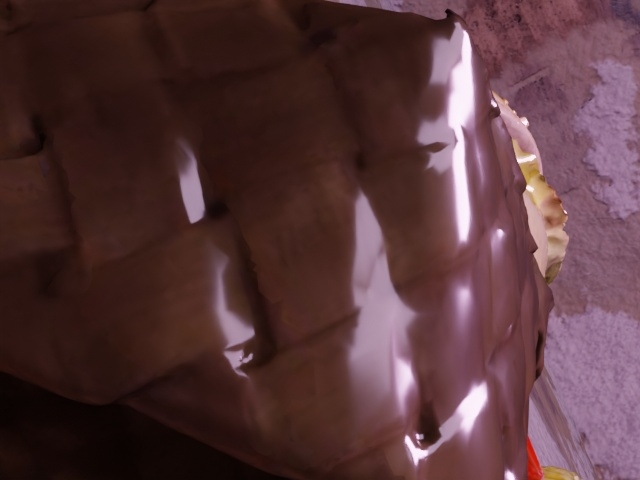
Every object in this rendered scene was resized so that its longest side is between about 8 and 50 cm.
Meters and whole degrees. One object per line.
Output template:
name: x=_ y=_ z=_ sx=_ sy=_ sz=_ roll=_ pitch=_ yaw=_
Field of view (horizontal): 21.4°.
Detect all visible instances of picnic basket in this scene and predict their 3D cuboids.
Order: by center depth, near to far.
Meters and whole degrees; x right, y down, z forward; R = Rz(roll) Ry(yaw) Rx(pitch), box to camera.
picnic basket: x=-0.108 y=0.080 z=0.532 sx=0.293 sy=0.337 sz=0.337 roll=58 pitch=11 yaw=-63

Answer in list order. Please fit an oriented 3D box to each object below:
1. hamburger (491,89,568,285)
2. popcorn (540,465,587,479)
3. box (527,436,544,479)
hamburger: x=0.000 y=0.000 z=1.034 sx=0.300 sy=0.300 sz=0.176 roll=51 pitch=33 yaw=-48
popcorn: x=0.250 y=0.334 z=1.760 sx=0.195 sy=0.173 sz=0.168 roll=-93 pitch=169 yaw=-50
box: x=0.048 y=0.154 z=1.184 sx=0.133 sy=0.182 sz=0.099 roll=32 pitch=35 yaw=-63
